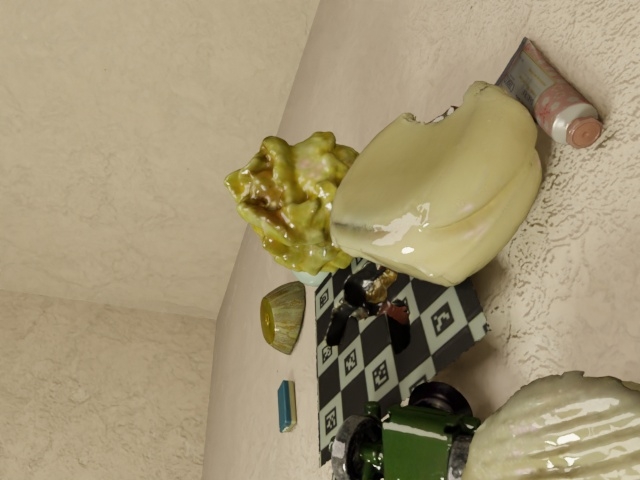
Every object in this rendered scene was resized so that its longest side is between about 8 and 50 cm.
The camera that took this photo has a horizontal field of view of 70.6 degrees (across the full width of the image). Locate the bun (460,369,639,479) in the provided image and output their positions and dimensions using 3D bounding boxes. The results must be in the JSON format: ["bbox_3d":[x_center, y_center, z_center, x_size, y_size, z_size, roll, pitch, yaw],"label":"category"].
[{"bbox_3d":[0.187,0.201,0.253,0.239,0.141,0.239,-51,29,44],"label":"bun"}]

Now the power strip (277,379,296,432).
[{"bbox_3d":[-0.086,0.424,1.156,0.123,0.032,0.056,-100,27,-49],"label":"power strip"}]

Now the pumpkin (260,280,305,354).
[{"bbox_3d":[-0.120,0.215,1.296,0.217,0.110,0.217,-169,90,-67],"label":"pumpkin"}]

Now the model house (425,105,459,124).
[{"bbox_3d":[0.183,-0.150,0.661,0.083,0.057,0.058,-30,75,43],"label":"model house"}]

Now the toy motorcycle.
[{"bbox_3d":[0.102,0.293,0.480,0.205,0.127,0.275,-4,89,35],"label":"toy motorcycle"}]

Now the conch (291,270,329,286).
[{"bbox_3d":[-0.004,-0.001,1.074,0.185,0.121,0.221,-20,50,36],"label":"conch"}]

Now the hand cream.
[{"bbox_3d":[0.241,-0.163,0.495,0.209,0.043,0.067,-92,21,-52],"label":"hand cream"}]

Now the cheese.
[{"bbox_3d":[0.130,-0.064,0.560,0.233,0.127,0.266,-57,28,-7],"label":"cheese"}]

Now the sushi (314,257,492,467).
[{"bbox_3d":[0.104,0.108,0.692,0.343,0.064,0.359,-53,23,31],"label":"sushi"}]

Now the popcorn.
[{"bbox_3d":[-0.025,-0.056,0.761,0.212,0.259,0.259,-110,34,-41],"label":"popcorn"}]
